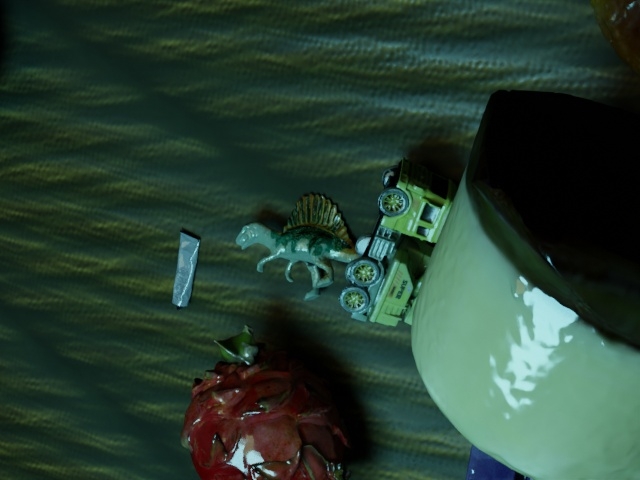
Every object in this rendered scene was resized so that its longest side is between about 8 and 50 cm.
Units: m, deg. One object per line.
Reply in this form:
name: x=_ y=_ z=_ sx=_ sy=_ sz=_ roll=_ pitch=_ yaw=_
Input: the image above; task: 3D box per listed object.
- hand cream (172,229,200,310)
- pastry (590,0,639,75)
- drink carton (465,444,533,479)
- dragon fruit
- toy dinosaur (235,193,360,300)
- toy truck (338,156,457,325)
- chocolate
hand cream: x=-0.157 y=0.036 z=1.790 sx=0.030 sy=0.019 sz=0.093 roll=21 pitch=107 yaw=34
pastry: x=0.321 y=-0.212 z=1.304 sx=0.182 sy=0.093 sz=0.192 roll=-44 pitch=75 yaw=39
drink carton: x=0.212 y=0.287 z=1.512 sx=0.134 sy=0.102 sz=0.222 roll=20 pitch=113 yaw=30
dragon fruit: x=-0.061 y=0.207 z=1.658 sx=0.172 sy=0.172 sz=0.209 roll=-46 pitch=69 yaw=36
toy dinosaur: x=-0.001 y=-0.001 z=1.646 sx=0.187 sy=0.044 sz=0.106 roll=-26 pitch=73 yaw=30
toy truck: x=0.087 y=0.010 z=1.549 sx=0.100 sy=0.077 sz=0.169 roll=20 pitch=114 yaw=-3
chocolate: x=0.232 y=0.072 z=1.302 sx=0.314 sy=0.326 sz=0.297 roll=20 pitch=115 yaw=-3
